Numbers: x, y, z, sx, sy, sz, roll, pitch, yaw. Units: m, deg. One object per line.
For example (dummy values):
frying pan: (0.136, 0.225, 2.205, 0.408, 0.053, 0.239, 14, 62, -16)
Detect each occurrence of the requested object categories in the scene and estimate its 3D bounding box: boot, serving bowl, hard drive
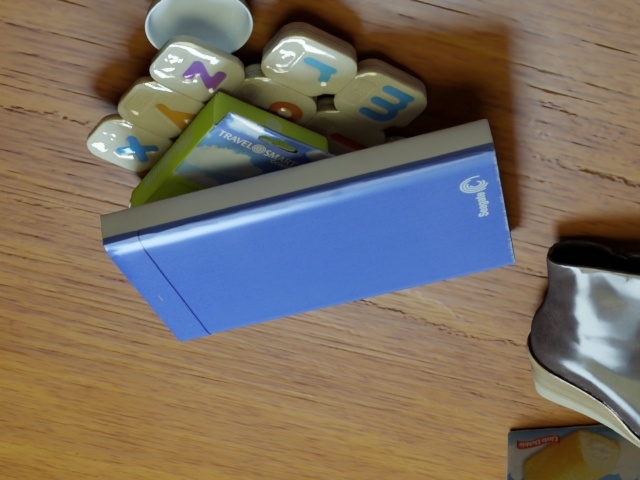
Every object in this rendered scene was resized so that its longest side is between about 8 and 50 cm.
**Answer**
boot: (0.317, 0.107, 1.217, 0.249, 0.090, 0.206, 15, 140, 14)
serving bowl: (-0.095, -0.175, 1.011, 0.083, 0.027, 0.083, -5, 148, -3)
hard drive: (0.000, 0.000, 1.117, 0.319, 0.040, 0.210, -14, 152, 7)

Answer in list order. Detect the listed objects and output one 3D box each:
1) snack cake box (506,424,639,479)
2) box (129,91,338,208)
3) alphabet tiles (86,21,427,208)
snack cake box: (0.349, 0.276, 1.439, 0.265, 0.089, 0.152, -7, 137, 17)
box: (-0.075, -0.055, 1.096, 0.109, 0.042, 0.178, 21, 140, -26)
alphabet tiles: (-0.044, -0.077, 1.120, 0.278, 0.021, 0.284, 22, 139, -26)
